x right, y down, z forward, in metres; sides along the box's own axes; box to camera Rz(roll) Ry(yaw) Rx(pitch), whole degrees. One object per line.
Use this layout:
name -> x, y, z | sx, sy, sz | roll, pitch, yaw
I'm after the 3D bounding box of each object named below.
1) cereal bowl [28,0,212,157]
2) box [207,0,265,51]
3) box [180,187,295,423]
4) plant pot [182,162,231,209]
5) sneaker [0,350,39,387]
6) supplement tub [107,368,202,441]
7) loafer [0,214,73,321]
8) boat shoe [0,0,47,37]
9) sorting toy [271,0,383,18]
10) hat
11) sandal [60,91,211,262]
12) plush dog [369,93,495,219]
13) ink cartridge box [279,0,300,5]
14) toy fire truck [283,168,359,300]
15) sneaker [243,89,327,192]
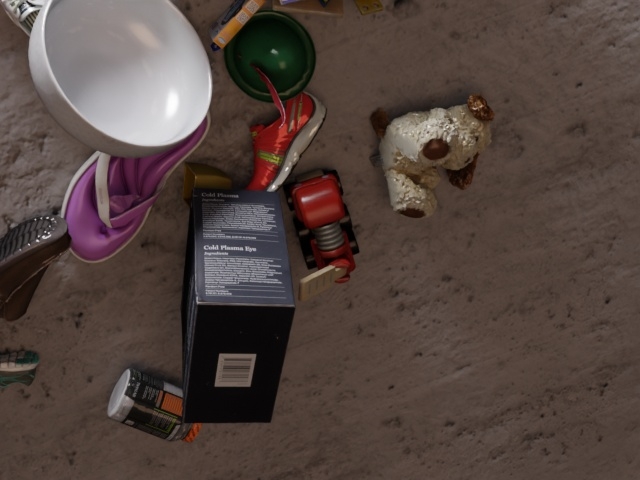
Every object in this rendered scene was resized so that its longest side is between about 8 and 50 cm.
cereal bowl -> -0.368, -0.296, 1.666 | 0.339, 0.339, 0.141 | 41, 139, -23
box -> -0.164, -0.414, 1.751 | 0.136, 0.081, 0.028 | -44, 118, 8
box -> -0.170, 0.126, 1.804 | 0.179, 0.312, 0.343 | 2, 133, -12
plant pot -> -0.224, -0.106, 1.874 | 0.083, 0.081, 0.081 | -2, 113, -23
sneaker -> -0.677, 0.277, 1.960 | 0.166, 0.065, 0.076 | 3, 116, -10
supplement tub -> -0.353, 0.362, 2.026 | 0.190, 0.117, 0.117 | 27, 105, -20
loafer -> -0.621, 0.083, 1.861 | 0.366, 0.134, 0.130 | -34, 119, 15
boat shoe -> -0.521, -0.422, 1.683 | 0.083, 0.076, 0.226 | -39, 114, 7
sorting toy -> -0.013, -0.482, 1.726 | 0.274, 0.132, 0.046 | 4, 154, -13
hat -> -0.084, -0.337, 1.714 | 0.173, 0.183, 0.208 | -43, 96, 1
sandal -> -0.373, -0.123, 1.823 | 0.169, 0.102, 0.416 | 32, 104, -21
plush dog -> 0.240, -0.197, 1.892 | 0.225, 0.210, 0.262 | -12, 144, -21
ink cartridge box -> 0.031, -0.604, 1.677 | 0.303, 0.072, 0.307 | -15, 101, -6
toy fire truck -> 0.000, 0.000, 1.867 | 0.158, 0.246, 0.217 | -17, 115, -4
sneaker -> -0.099, -0.179, 1.871 | 0.118, 0.107, 0.279 | 34, 100, -3
